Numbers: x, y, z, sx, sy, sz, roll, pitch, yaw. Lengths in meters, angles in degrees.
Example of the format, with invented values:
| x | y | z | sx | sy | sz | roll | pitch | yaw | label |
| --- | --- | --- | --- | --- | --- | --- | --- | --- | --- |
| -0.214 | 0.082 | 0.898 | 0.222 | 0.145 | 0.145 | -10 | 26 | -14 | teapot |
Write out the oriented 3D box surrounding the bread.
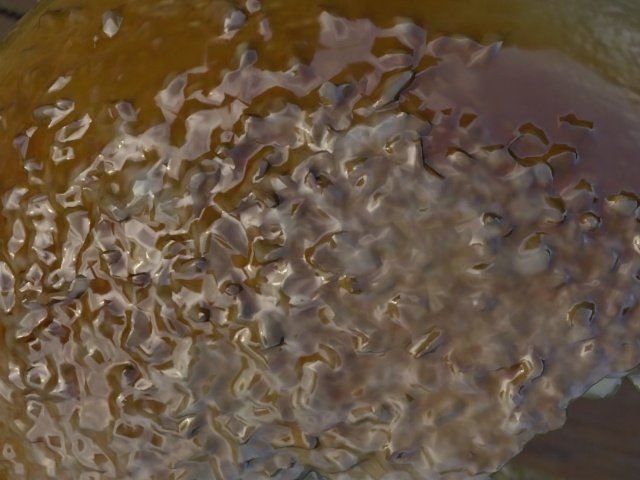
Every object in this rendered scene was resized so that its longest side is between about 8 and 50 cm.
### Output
| x | y | z | sx | sy | sz | roll | pitch | yaw | label |
| --- | --- | --- | --- | --- | --- | --- | --- | --- | --- |
| 0.002 | -0.004 | 0.582 | 0.314 | 0.171 | 0.192 | -8 | 121 | 17 | bread |
